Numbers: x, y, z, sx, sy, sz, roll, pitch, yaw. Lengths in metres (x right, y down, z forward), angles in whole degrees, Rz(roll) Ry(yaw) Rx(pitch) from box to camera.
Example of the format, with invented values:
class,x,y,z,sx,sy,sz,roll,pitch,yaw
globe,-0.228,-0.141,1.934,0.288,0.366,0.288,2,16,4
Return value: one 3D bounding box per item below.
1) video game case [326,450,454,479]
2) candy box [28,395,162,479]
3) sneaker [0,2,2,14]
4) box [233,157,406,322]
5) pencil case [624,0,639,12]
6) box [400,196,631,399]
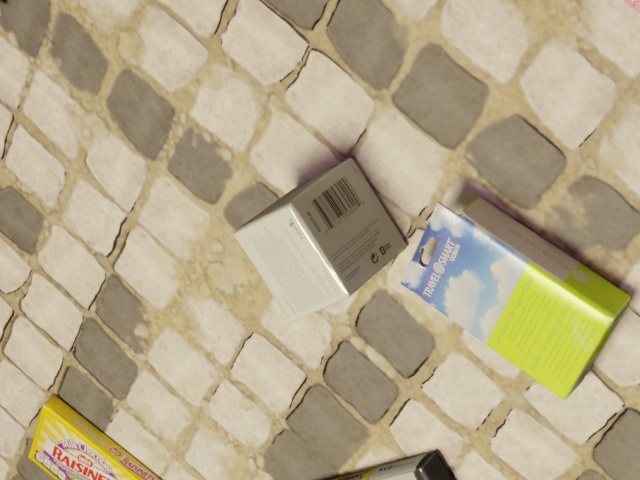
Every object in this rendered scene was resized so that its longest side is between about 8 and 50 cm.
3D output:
class,x,y,z,sx,sy,sz,roll,pitch,yaw
video game case,0.092,0.359,1.601,0.248,0.035,0.274,-23,101,44
candy box,-0.252,0.279,1.825,0.206,0.027,0.105,36,130,15
sneaker,-0.413,-0.246,1.591,0.212,0.080,0.094,-1,128,37
box,0.000,0.000,1.398,0.087,0.101,0.102,-25,100,45
pencil case,0.240,-0.224,1.033,0.386,0.160,0.167,39,167,11
box,0.165,0.044,1.339,0.178,0.042,0.109,35,132,16
